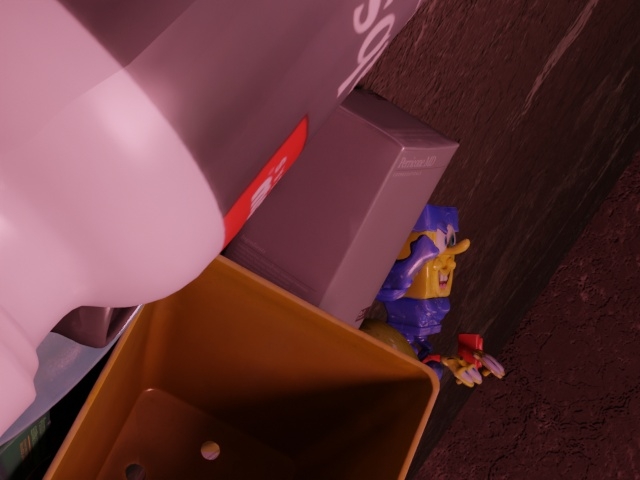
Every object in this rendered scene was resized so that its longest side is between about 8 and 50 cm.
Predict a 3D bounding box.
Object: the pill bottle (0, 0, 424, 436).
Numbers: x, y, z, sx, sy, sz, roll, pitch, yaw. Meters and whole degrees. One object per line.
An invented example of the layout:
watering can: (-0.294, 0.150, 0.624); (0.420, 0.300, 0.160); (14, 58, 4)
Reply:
pill bottle: (-0.077, -0.108, 0.470); (0.363, 0.210, 0.210); (-52, 162, -17)

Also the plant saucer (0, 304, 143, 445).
plant saucer: (-0.153, -0.016, 0.707); (0.317, 0.044, 0.317); (-50, 162, -23)

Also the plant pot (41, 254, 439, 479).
plant pot: (-0.075, 0.163, 0.938); (0.212, 0.212, 0.187); (-65, -172, -30)

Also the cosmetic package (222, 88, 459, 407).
cosmetic package: (0.000, 0.000, 1.059); (0.238, 0.107, 0.127); (-61, 160, 20)

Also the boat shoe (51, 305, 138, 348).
boat shoe: (-0.046, -0.065, 0.680); (0.335, 0.096, 0.112); (-45, 159, -35)

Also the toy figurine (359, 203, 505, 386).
toy figurine: (0.057, 0.033, 1.306); (0.362, 0.191, 0.217); (3, 88, -66)

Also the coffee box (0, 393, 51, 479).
coffee box: (-0.239, 0.180, 0.810); (0.184, 0.040, 0.113); (-45, 159, -36)

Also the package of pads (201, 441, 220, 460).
package of pads: (-0.092, 0.285, 1.301); (0.296, 0.101, 0.229); (-25, 144, -62)
